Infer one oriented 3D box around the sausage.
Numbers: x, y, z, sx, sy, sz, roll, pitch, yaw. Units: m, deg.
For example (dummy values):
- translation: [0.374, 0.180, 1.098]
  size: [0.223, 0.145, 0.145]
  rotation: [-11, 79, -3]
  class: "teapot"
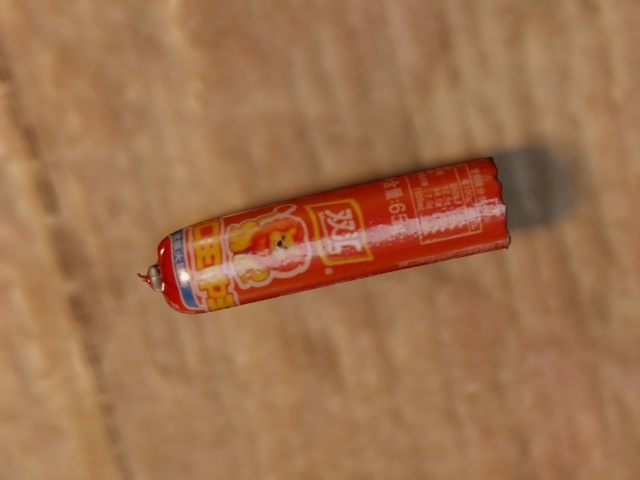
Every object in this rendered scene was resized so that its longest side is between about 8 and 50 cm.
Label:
- translation: [0.000, 0.000, 0.498]
  size: [0.129, 0.034, 0.034]
  rotation: [-12, 105, -1]
  class: "sausage"
